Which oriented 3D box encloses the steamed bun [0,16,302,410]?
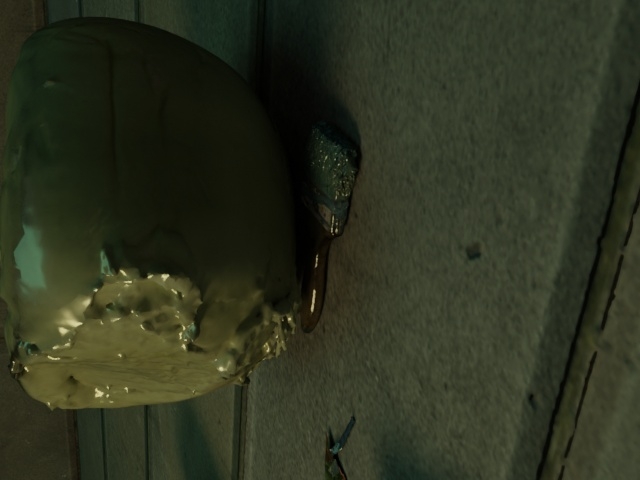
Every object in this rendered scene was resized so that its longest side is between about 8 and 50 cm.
[{"bbox_3d":[-0.134,-0.022,0.664,0.334,0.233,0.312,132,137,-68],"label":"steamed bun"}]

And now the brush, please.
[{"bbox_3d":[0.000,0.000,0.643,0.070,0.021,0.196,50,143,47],"label":"brush"}]

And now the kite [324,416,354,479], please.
[{"bbox_3d":[0.029,0.252,0.664,0.183,0.010,0.160,67,150,28],"label":"kite"}]
